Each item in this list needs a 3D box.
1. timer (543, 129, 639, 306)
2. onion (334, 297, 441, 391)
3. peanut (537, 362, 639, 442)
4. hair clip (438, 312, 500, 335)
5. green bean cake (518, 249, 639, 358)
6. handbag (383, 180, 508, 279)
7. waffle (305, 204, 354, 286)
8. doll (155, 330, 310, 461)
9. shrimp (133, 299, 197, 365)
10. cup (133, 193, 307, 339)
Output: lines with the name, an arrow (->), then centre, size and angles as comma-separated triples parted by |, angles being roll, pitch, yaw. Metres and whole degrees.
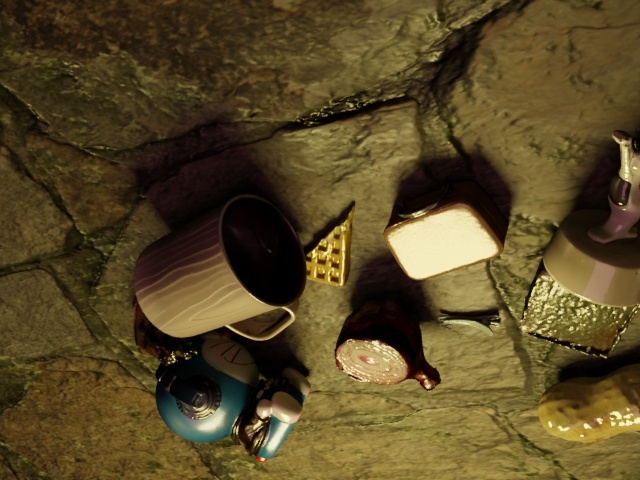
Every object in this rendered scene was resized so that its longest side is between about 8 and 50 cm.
timer -> 0.461, -0.053, 1.303 | 0.175, 0.175, 0.266 | 16, 125, 8
onion -> 0.142, 0.207, 1.657 | 0.218, 0.140, 0.195 | 27, 137, -3
peanut -> 0.545, 0.302, 1.592 | 0.290, 0.130, 0.130 | -22, 118, 36
hair clip -> 0.280, 0.159, 1.631 | 0.115, 0.039, 0.030 | 0, 124, 24
green bean cake -> 0.446, 0.098, 1.472 | 0.173, 0.094, 0.181 | 16, 136, 10
handbag -> 0.211, -0.019, 1.480 | 0.193, 0.072, 0.151 | -17, 121, 34
waffle -> 0.000, 0.000, 1.611 | 0.125, 0.032, 0.191 | 13, 130, 15
doll -> -0.202, 0.330, 1.831 | 0.310, 0.284, 0.240 | 29, 91, 1
shrimp -> -0.326, 0.163, 1.782 | 0.075, 0.178, 0.289 | -1, -179, -25
cup -> -0.169, 0.062, 1.630 | 0.273, 0.208, 0.288 | -22, 154, 35
